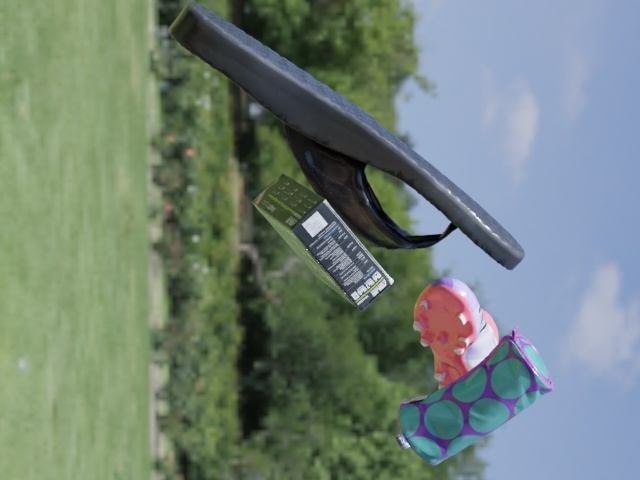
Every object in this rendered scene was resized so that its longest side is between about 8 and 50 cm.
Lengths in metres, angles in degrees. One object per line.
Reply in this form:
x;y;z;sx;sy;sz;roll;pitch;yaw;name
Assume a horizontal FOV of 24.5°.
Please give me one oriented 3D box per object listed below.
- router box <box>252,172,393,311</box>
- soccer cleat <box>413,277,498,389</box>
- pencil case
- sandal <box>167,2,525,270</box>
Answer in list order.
0.000;0.000;1.190;0.092;0.038;0.122;49;-5;-21;router box
0.168;0.101;1.741;0.095;0.083;0.248;-59;153;-26;soccer cleat
0.142;0.149;1.380;0.070;0.151;0.064;54;17;-1;pencil case
0.017;-0.089;1.575;0.107;0.445;0.167;-55;179;10;sandal
